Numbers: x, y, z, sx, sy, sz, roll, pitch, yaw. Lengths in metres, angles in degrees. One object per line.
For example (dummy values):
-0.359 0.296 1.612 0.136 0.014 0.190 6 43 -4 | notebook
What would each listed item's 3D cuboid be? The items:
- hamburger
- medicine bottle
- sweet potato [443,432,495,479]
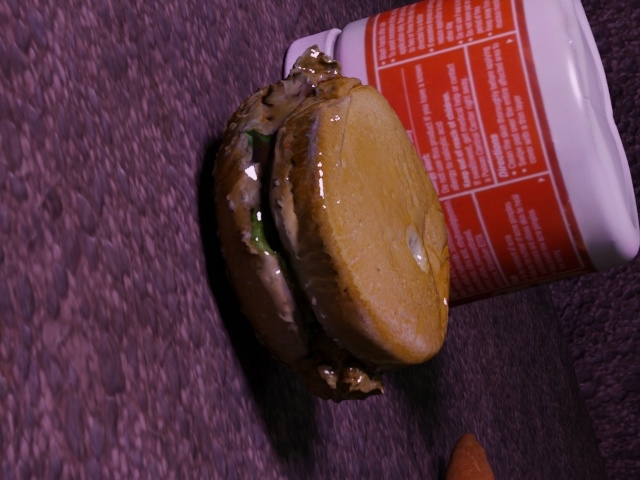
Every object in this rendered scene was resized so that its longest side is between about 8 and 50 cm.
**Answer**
0.000 0.000 1.288 0.189 0.122 0.215 53 28 -46 | hamburger
0.120 -0.077 1.631 0.252 0.241 0.252 -14 90 -78 | medicine bottle
0.133 0.257 1.753 0.055 0.058 0.202 130 -35 -50 | sweet potato
